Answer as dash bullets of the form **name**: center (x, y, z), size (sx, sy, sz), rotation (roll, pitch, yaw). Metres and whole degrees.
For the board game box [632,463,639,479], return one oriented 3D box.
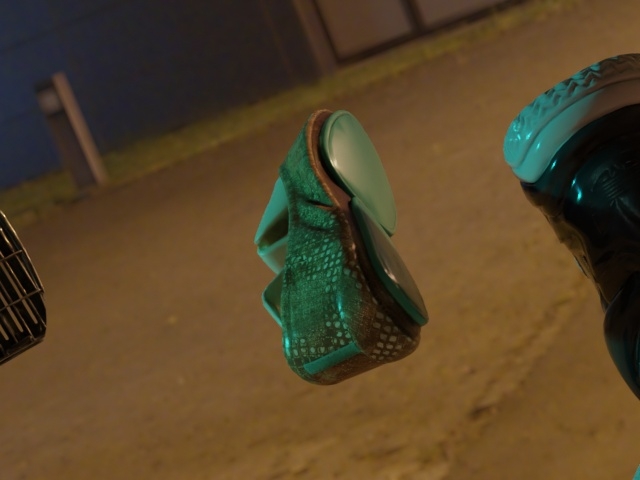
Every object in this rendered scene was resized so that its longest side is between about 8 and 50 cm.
- **board game box**: center (0.209, 0.107, 0.642), size (0.147, 0.193, 0.045), rotation (-59, 16, -24)

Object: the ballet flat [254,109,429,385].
- **ballet flat**: center (0.000, 0.000, 0.802), size (0.067, 0.073, 0.206), rotation (-35, 20, 12)

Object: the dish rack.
- **dish rack**: center (-0.372, 0.060, 1.449), size (0.271, 0.208, 0.074), rotation (-29, -6, -21)

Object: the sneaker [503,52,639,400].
- **sneaker**: center (0.174, 0.027, 0.802), size (0.101, 0.153, 0.268), rotation (-31, -27, 15)
